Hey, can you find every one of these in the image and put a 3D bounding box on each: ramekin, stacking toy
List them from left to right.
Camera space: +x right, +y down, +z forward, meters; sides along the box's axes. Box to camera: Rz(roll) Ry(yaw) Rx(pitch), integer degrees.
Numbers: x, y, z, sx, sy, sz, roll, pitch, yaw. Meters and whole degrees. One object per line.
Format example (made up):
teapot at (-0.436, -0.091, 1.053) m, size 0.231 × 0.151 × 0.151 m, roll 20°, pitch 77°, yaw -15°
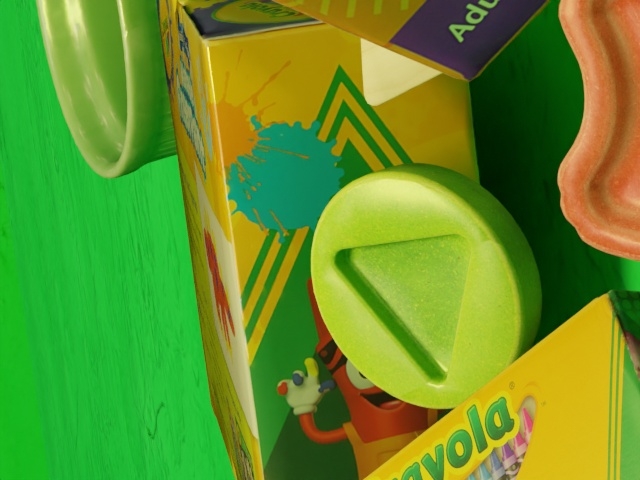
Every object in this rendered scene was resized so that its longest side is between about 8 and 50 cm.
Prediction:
ramekin at (-0.149, -0.217, 1.789) m, size 0.303 × 0.148 × 0.303 m, roll 168°, pitch 90°, yaw -70°
stacking toy at (0.149, -0.021, 1.009) m, size 0.279 × 0.130 × 0.309 m, roll 23°, pitch 122°, yaw 29°

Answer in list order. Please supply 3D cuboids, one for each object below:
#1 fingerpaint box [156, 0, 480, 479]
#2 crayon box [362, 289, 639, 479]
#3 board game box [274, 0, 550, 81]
fingerpaint box at (0.000, 0.000, 1.367) m, size 0.445 × 0.163 × 0.371 m, roll -124°, pitch 26°, yaw -75°
crayon box at (0.101, 0.163, 0.943) m, size 0.278 × 0.081 × 0.165 m, roll -44°, pitch 51°, yaw 42°
board game box at (-0.006, -0.348, 0.745) m, size 0.356 × 0.356 × 0.356 m, roll -46°, pitch 42°, yaw 31°
